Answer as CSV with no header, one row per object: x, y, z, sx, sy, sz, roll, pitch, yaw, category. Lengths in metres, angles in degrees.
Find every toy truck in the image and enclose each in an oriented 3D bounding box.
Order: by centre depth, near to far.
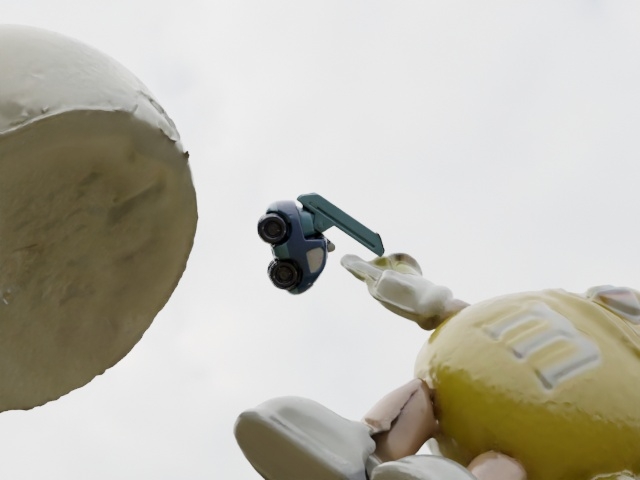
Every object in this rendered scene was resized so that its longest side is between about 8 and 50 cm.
0.000,0.000,0.983,0.090,0.056,0.073,-13,-86,-2,toy truck

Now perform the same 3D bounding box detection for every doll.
0.138,0.132,1.052,0.348,0.423,0.161,21,-58,9,doll

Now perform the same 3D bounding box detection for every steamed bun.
-0.267,-0.023,1.071,0.324,0.206,0.324,-26,-46,-31,steamed bun
